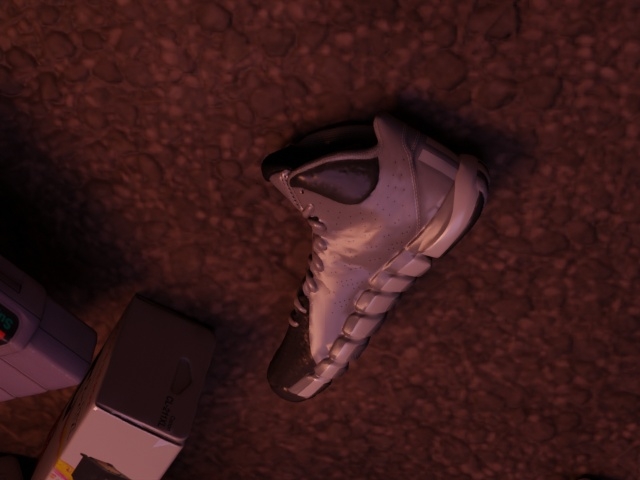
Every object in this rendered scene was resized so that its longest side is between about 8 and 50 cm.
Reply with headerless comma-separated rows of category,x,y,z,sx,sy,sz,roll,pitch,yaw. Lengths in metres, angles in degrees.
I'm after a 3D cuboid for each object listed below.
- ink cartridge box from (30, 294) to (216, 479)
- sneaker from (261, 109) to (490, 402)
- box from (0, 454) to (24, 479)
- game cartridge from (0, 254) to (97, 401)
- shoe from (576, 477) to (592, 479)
ink cartridge box,-0.156,0.146,1.125,0.072,0.127,0.175,27,125,-11
sneaker,0.000,0.000,1.028,0.132,0.086,0.228,34,114,-13
box,-0.279,0.361,1.136,0.168,0.345,0.215,-5,125,-21
game cartridge,-0.346,0.009,1.015,0.230,0.068,0.355,-11,138,43
shoe,0.178,0.274,1.234,0.076,0.058,0.219,0,139,-32
